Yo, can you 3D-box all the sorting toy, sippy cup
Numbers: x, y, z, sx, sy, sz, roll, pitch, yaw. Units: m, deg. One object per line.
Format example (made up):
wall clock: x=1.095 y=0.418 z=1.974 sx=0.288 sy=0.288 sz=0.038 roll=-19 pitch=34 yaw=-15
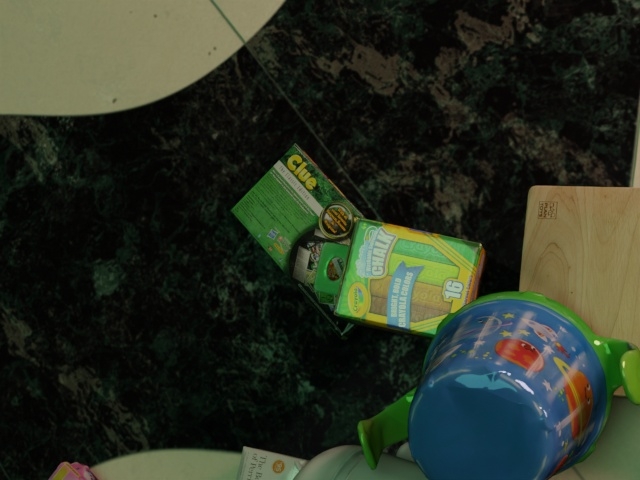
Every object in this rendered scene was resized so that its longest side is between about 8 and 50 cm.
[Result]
sorting toy: x=0.380 y=0.070 z=1.900 sx=0.255 sy=0.089 sz=0.257 roll=2 pitch=78 yaw=24
sippy cup: x=0.205 y=0.194 z=1.768 sx=0.240 sy=0.224 sz=0.305 roll=38 pitch=111 yaw=9

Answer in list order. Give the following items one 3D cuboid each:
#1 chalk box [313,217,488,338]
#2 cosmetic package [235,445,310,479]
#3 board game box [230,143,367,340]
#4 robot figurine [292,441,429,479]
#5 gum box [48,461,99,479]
chalk box: x=0.096 y=0.051 z=1.977 sx=0.213 sy=0.132 sz=0.132 roll=11 pitch=85 yaw=11
cosmetic package: x=-0.077 y=0.400 z=2.033 sx=0.098 sy=0.060 sz=0.239 roll=9 pitch=81 yaw=24
board game box: x=0.000 y=0.000 z=2.116 sx=0.136 sy=0.030 sz=0.260 roll=-46 pitch=65 yaw=10
robot figurine: x=0.095 y=0.370 z=1.888 sx=0.353 sy=0.200 sz=0.300 roll=14 pitch=42 yaw=25
gum box: x=-0.361 y=0.411 z=2.152 sx=0.107 sy=0.062 sz=0.188 roll=38 pitch=94 yaw=26
